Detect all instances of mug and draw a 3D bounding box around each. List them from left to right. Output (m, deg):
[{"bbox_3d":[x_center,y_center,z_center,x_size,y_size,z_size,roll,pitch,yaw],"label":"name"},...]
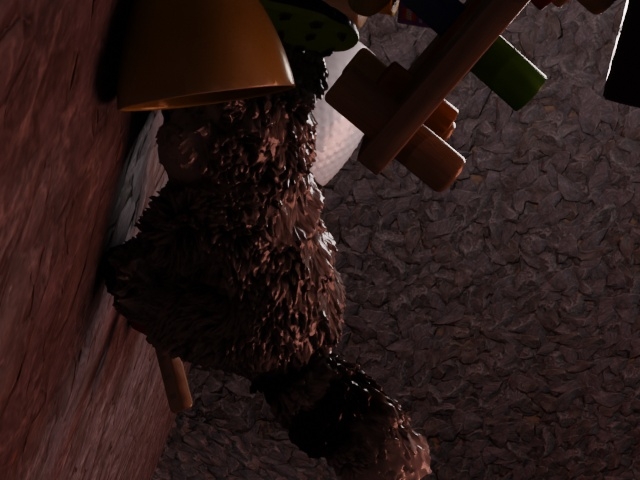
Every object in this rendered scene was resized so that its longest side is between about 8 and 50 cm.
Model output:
[{"bbox_3d":[-0.060,-0.281,1.950,0.328,0.276,0.374,-62,151,-12],"label":"mug"}]

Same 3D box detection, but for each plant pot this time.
[{"bbox_3d":[-0.092,-0.153,0.693,0.134,0.134,0.095,-104,-174,-84],"label":"plant pot"}]

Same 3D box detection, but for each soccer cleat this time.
[{"bbox_3d":[-0.044,-0.216,0.808,0.060,0.179,0.072,-36,-136,56],"label":"soccer cleat"}]

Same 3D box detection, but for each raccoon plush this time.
[{"bbox_3d":[0.000,0.000,0.908,0.299,0.446,0.216,-55,179,34],"label":"raccoon plush"}]

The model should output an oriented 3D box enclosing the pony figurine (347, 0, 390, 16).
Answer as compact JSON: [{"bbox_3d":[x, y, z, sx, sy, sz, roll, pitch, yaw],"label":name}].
[{"bbox_3d":[0.056,-0.347,0.644,0.351,0.303,0.363,-49,166,10],"label":"pony figurine"}]

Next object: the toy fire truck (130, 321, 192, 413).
[{"bbox_3d":[-0.185,0.096,1.199,0.246,0.159,0.217,-61,177,-31],"label":"toy fire truck"}]

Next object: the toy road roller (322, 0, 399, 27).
[{"bbox_3d":[0.014,-0.445,1.138,0.240,0.203,0.329,-26,129,-78],"label":"toy road roller"}]

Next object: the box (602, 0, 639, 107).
[{"bbox_3d":[0.328,-0.284,0.603,0.343,0.179,0.312,-59,158,-45],"label":"box"}]

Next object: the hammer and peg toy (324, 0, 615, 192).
[{"bbox_3d":[0.162,-0.219,0.794,0.361,0.127,0.266,-49,-174,15],"label":"hammer and peg toy"}]

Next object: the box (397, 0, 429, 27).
[{"bbox_3d":[0.150,-0.440,1.142,0.293,0.057,0.201,91,15,-50],"label":"box"}]
